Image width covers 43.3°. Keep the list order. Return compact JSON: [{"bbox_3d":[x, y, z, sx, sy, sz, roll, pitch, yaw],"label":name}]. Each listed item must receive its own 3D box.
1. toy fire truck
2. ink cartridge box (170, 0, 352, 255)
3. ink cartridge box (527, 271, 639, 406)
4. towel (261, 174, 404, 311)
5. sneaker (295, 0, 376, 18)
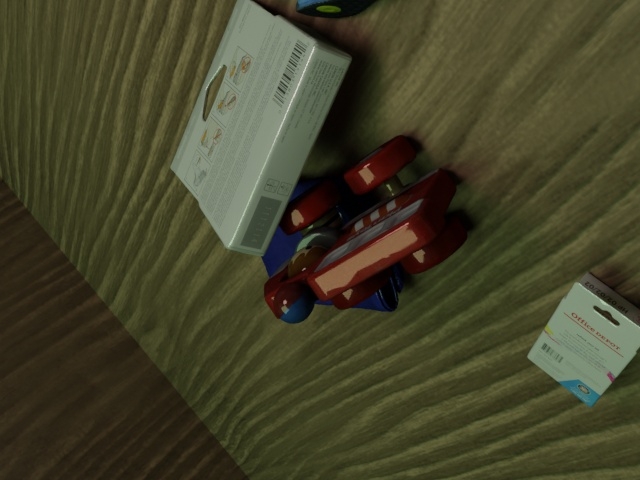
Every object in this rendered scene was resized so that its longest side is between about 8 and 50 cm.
[{"bbox_3d":[0.040,0.008,1.052,0.302,0.254,0.169,-30,98,26],"label":"toy fire truck"},{"bbox_3d":[-0.095,-0.169,1.132,0.261,0.066,0.296,49,119,50],"label":"ink cartridge box"},{"bbox_3d":[0.340,0.115,0.998,0.104,0.061,0.181,39,147,20],"label":"ink cartridge box"},{"bbox_3d":[0.000,0.000,1.332,0.308,0.076,0.228,1,115,54],"label":"towel"},{"bbox_3d":[0.033,-0.323,0.966,0.209,0.069,0.082,-3,87,64],"label":"sneaker"}]
